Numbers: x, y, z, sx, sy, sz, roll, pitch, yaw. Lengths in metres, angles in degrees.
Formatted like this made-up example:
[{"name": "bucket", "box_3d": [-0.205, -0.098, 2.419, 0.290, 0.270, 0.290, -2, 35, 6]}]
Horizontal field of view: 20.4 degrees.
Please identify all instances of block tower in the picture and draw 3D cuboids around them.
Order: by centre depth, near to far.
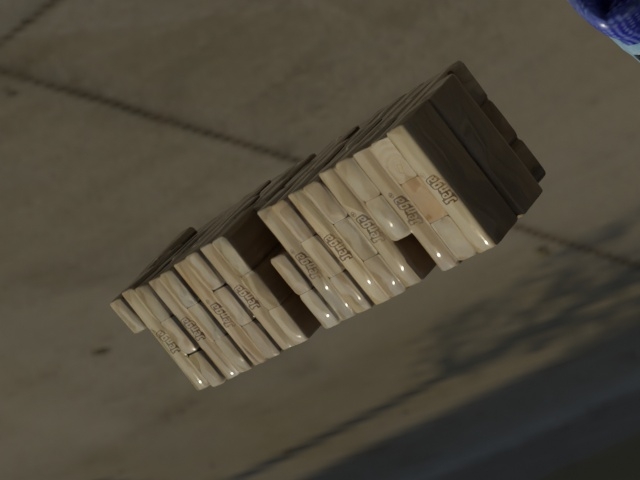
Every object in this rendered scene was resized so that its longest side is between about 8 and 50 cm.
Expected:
[{"name": "block tower", "box_3d": [0.000, 0.000, 1.132, 0.335, 0.097, 0.091, -27, -166, 49]}]

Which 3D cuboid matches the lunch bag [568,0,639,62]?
[{"name": "lunch bag", "box_3d": [0.081, -0.146, 0.450, 0.221, 0.293, 0.138, 19, 114, -48]}]
